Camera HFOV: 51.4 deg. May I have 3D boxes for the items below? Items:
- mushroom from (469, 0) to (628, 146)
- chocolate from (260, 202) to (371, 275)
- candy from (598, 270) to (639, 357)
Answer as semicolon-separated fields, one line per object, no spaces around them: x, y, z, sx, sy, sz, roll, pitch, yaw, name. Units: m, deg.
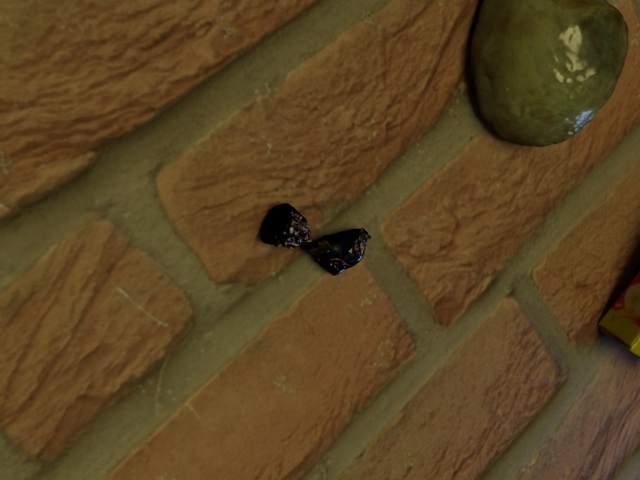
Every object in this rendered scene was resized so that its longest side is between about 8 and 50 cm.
0.333;-0.281;0.954;0.190;0.164;0.266;29;81;-26;mushroom
-0.002;0.003;0.864;0.147;0.070;0.072;21;112;-26;chocolate
0.617;0.085;1.122;0.146;0.088;0.276;32;99;-27;candy
